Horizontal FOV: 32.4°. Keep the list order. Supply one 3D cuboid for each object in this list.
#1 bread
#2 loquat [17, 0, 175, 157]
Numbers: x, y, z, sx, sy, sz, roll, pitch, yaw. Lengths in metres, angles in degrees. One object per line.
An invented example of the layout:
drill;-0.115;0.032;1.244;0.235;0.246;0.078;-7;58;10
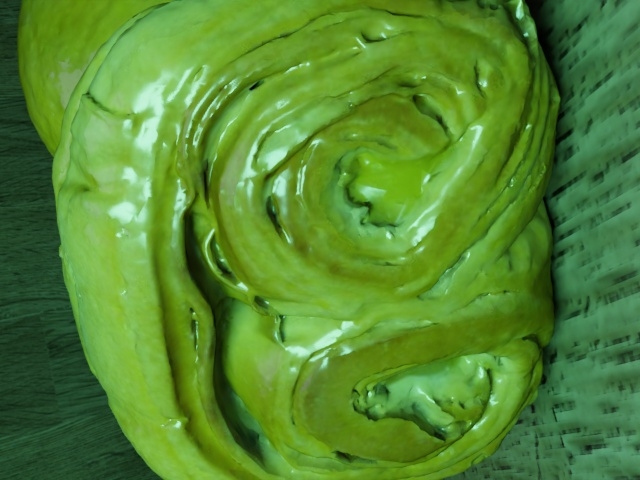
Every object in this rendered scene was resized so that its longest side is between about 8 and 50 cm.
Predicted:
bread;-0.003;0.001;0.445;0.120;0.198;0.236;-114;17;-59
loquat;-0.064;-0.096;0.616;0.208;0.208;0.208;168;90;-76
